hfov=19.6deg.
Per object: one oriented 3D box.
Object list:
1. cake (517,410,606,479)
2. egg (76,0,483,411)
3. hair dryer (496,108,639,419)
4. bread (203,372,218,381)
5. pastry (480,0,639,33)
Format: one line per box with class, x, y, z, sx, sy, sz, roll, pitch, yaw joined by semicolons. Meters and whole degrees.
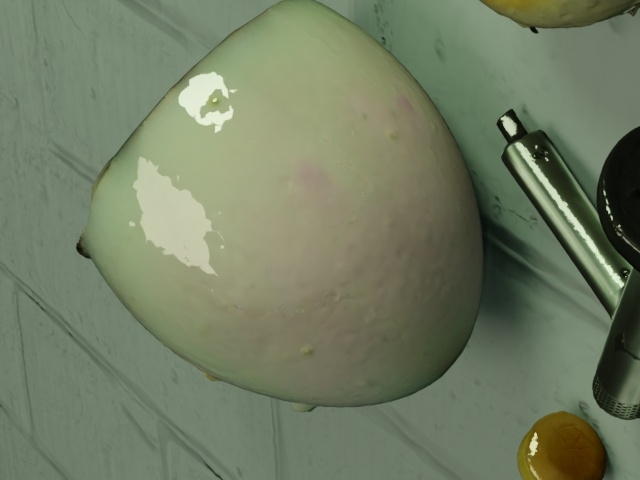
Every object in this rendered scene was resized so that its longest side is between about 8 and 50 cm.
cake;0.229;0.207;1.760;0.084;0.084;0.044;61;152;12
egg;0.000;0.000;1.752;0.340;0.354;0.354;43;146;9
hair dryer;0.225;-0.014;1.552;0.284;0.156;0.320;47;155;14
bread;-0.078;0.079;2.149;0.188;0.068;0.125;-29;71;44
pastry;0.181;-0.284;1.447;0.265;0.133;0.265;39;141;40
